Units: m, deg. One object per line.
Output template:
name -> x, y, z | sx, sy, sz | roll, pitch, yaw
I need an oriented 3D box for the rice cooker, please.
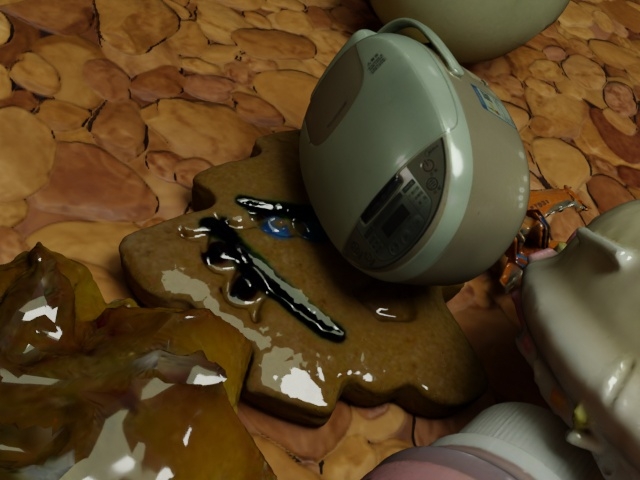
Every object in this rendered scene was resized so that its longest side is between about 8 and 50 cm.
rice cooker -> 0.064, -0.060, 0.536 | 0.127, 0.145, 0.206 | 19, 39, -30

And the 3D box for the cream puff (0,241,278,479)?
cream puff -> -0.143, 0.111, 0.353 | 0.241, 0.155, 0.269 | 41, 54, 21

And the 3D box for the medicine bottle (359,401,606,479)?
medicine bottle -> 0.057, 0.182, 0.375 | 0.147, 0.147, 0.247 | 45, 43, 17

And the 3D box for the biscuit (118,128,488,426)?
biscuit -> 0.000, -0.001, 0.580 | 0.278, 0.043, 0.302 | 18, 46, -9

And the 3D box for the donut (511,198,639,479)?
donut -> 0.299, 0.102, 0.465 | 0.382, 0.142, 0.383 | 28, 19, -10

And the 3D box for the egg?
egg -> 0.163, -0.300, 0.792 | 0.219, 0.219, 0.269 | 40, 53, 12

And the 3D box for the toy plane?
toy plane -> 0.148, -0.034, 0.664 | 0.135, 0.062, 0.188 | -24, 41, -7
